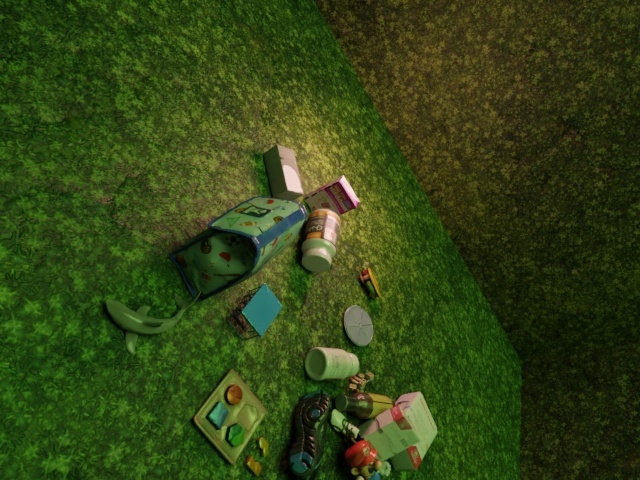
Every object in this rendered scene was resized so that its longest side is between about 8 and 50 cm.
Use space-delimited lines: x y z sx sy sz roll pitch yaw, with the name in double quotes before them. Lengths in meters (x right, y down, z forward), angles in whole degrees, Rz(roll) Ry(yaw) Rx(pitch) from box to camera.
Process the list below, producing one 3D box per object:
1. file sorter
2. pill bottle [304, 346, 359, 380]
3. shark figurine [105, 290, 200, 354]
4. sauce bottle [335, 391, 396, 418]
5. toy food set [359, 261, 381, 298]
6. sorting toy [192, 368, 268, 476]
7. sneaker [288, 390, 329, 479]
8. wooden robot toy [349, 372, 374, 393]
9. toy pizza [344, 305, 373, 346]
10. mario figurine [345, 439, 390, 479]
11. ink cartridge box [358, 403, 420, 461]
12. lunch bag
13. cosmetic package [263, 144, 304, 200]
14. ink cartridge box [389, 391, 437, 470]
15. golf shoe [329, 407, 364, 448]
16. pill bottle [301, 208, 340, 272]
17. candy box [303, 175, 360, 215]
"file sorter" -0.244 0.263 1.589 0.118 0.104 0.170 56 37 -15
"pill bottle" 0.054 0.519 1.808 0.229 0.131 0.131 19 56 -46
"shark figurine" -0.480 0.236 1.293 0.278 0.116 0.166 -1 73 -51
"sauce bottle" 0.198 0.724 1.898 0.344 0.111 0.112 28 50 -41
"toy food set" 0.257 0.221 2.313 0.128 0.071 0.218 -32 99 -79
"sorting toy" -0.258 0.609 1.426 0.307 0.041 0.229 56 36 -15
"sneaker" -0.039 0.726 1.613 0.341 0.125 0.140 -68 153 -49
"wooden robot toy" 0.177 0.664 1.966 0.173 0.076 0.079 -16 119 -55
"toy pizza" 0.181 0.418 2.111 0.201 0.032 0.201 23 53 -35
"mario figurine" 0.209 0.935 1.699 0.198 0.170 0.321 -120 -167 -73
"ink cartridge box" 0.289 0.831 1.852 0.159 0.217 0.092 57 4 -16
"lunch bag" -0.261 0.005 1.472 0.239 0.385 0.328 61 36 -8
"cosmetic package" -0.172 -0.310 2.015 0.127 0.107 0.238 5 64 -55
"ink cartridge box" 0.419 0.906 2.066 0.306 0.131 0.226 -19 86 -56
"golf shoe" 0.111 0.766 1.777 0.198 0.093 0.077 55 38 -13
"pill bottle" 0.000 0.000 2.010 0.162 0.162 0.279 41 42 -31
"candy box" 0.055 -0.198 2.132 0.159 0.233 0.071 56 36 -16
